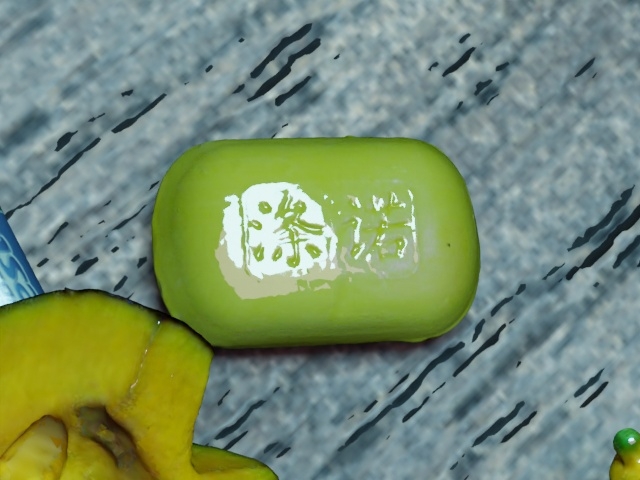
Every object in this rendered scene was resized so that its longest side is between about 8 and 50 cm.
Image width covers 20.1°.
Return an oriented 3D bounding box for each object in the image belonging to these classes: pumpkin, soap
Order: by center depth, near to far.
[{"bbox_3d":[-0.111,0.148,0.675,0.130,0.149,0.254,28,78,-48],"label":"pumpkin"},{"bbox_3d":[0.000,0.000,0.745,0.140,0.045,0.089,-2,82,-14],"label":"soap"}]

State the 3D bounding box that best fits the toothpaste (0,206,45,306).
[{"bbox_3d":[-0.138,0.011,0.717,0.057,0.035,0.197,-27,84,-33],"label":"toothpaste"}]

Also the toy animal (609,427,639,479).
[{"bbox_3d":[0.125,0.155,0.707,0.181,0.131,0.127,6,55,-2],"label":"toy animal"}]
